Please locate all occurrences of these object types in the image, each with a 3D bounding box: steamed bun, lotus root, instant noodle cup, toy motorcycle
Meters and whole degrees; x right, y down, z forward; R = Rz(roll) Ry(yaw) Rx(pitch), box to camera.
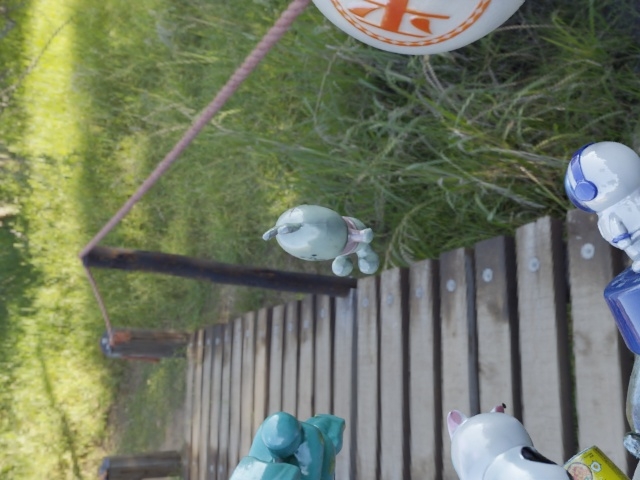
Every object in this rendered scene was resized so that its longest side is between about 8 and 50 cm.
[{"bbox_3d":[0.076,-0.255,0.571,0.232,0.232,0.145,-38,23,49],"label":"steamed bun"},{"bbox_3d":[0.826,0.363,1.620,0.175,0.175,0.349,3,66,59],"label":"lotus root"},{"bbox_3d":[0.750,0.663,1.868,0.144,0.182,0.182,55,131,31],"label":"instant noodle cup"},{"bbox_3d":[-0.040,0.266,0.706,0.109,0.296,0.198,6,93,18],"label":"toy motorcycle"}]

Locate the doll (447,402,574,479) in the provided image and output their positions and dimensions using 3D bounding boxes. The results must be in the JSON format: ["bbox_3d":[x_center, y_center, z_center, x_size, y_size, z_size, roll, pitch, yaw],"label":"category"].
[{"bbox_3d":[0.221,0.275,0.776,0.181,0.110,0.106,45,116,51],"label":"doll"}]

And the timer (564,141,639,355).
[{"bbox_3d":[0.590,-0.013,1.240,0.383,0.270,0.270,57,139,6],"label":"timer"}]

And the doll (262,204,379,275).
[{"bbox_3d":[0.003,-0.011,1.303,0.155,0.275,0.113,-7,69,39],"label":"doll"}]

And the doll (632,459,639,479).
[{"bbox_3d":[0.427,0.192,0.590,0.215,0.370,0.226,42,146,26],"label":"doll"}]
